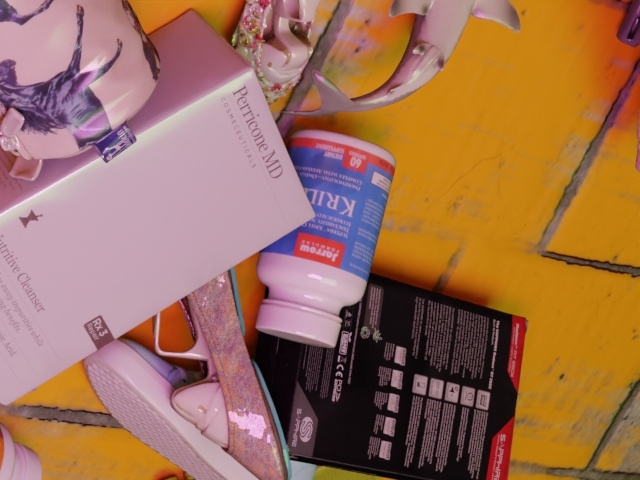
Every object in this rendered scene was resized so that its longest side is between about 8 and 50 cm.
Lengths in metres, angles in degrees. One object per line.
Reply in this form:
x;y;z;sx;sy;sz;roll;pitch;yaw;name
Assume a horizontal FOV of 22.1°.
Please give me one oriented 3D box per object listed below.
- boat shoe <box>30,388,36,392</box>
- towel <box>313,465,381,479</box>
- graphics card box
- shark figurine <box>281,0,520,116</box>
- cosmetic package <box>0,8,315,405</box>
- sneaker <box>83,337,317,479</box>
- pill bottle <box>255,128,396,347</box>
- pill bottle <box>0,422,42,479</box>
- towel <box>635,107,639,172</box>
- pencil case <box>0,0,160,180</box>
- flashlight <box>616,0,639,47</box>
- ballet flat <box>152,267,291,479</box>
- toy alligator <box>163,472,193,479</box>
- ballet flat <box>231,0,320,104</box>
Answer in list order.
-0.378;0.140;1.762;0.153;0.048;0.056;12;115;-37;boat shoe
-0.027;0.349;2.154;0.237;0.021;0.102;-23;132;-16;towel
0.085;0.169;1.973;0.371;0.094;0.232;16;78;-40;graphics card box
0.095;-0.214;1.766;0.166;0.116;0.278;35;84;-17;shark figurine
-0.223;-0.035;1.659;0.385;0.156;0.217;-32;131;-7;cosmetic package
-0.130;0.192;1.929;0.366;0.135;0.150;47;61;-39;sneaker
0.000;0.000;1.787;0.124;0.124;0.221;21;78;-40;pill bottle
-0.409;0.232;1.760;0.121;0.121;0.216;-50;133;8;pill bottle
0.490;-0.257;1.917;0.317;0.053;0.332;-41;153;-16;towel
-0.302;-0.242;1.441;0.183;0.160;0.410;-60;137;-27;pencil case
0.462;-0.353;1.902;0.103;0.103;0.304;-21;138;-56;flashlight
-0.124;0.132;1.794;0.106;0.316;0.107;-14;172;-18;ballet flat
-0.144;0.310;2.036;0.190;0.056;0.051;-18;171;-22;toy alligator
-0.037;-0.229;1.681;0.091;0.077;0.241;-14;132;-30;ballet flat
